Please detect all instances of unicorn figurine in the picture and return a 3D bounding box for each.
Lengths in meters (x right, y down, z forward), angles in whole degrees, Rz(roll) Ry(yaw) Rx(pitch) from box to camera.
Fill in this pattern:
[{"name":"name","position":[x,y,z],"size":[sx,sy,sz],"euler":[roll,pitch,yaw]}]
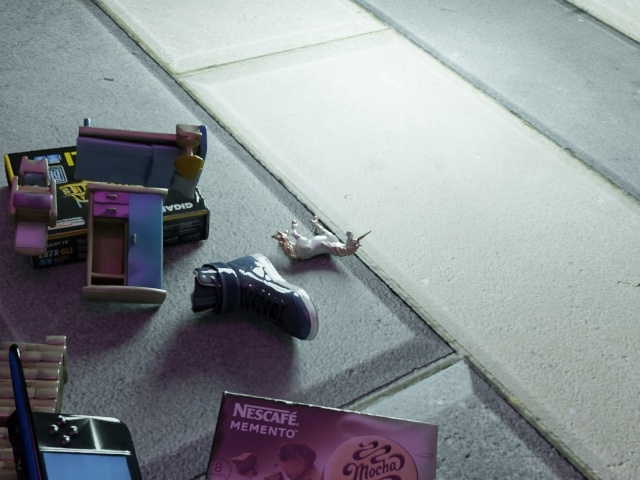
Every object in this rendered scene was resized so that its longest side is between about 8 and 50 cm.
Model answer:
[{"name":"unicorn figurine","position":[0.000,0.000,1.659],"size":[0.162,0.060,0.111],"euler":[-24,49,-14]}]

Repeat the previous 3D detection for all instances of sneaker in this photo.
[{"name":"sneaker","position":[-0.120,0.104,1.464],"size":[0.164,0.086,0.226],"euler":[-8,32,-37]}]

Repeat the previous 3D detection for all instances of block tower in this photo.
[{"name":"block tower","position":[-0.406,0.279,1.201],"size":[0.097,0.090,0.335],"euler":[4,39,-9]}]

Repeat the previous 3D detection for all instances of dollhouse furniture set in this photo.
[{"name":"dollhouse furniture set","position":[-0.336,-0.047,1.378],"size":[0.287,0.303,0.198],"euler":[4,66,-18]}]

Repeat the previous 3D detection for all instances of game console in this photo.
[{"name":"game console","position":[-0.267,0.293,1.049],"size":[0.250,0.173,0.293],"euler":[16,39,-44]}]

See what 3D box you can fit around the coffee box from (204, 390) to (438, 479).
[{"name":"coffee box","position":[-0.002,0.320,1.190],"size":[0.297,0.118,0.168],"euler":[10,54,0]}]

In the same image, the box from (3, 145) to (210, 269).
[{"name":"box","position":[-0.397,-0.081,1.647],"size":[0.322,0.079,0.257],"euler":[-10,42,-23]}]
